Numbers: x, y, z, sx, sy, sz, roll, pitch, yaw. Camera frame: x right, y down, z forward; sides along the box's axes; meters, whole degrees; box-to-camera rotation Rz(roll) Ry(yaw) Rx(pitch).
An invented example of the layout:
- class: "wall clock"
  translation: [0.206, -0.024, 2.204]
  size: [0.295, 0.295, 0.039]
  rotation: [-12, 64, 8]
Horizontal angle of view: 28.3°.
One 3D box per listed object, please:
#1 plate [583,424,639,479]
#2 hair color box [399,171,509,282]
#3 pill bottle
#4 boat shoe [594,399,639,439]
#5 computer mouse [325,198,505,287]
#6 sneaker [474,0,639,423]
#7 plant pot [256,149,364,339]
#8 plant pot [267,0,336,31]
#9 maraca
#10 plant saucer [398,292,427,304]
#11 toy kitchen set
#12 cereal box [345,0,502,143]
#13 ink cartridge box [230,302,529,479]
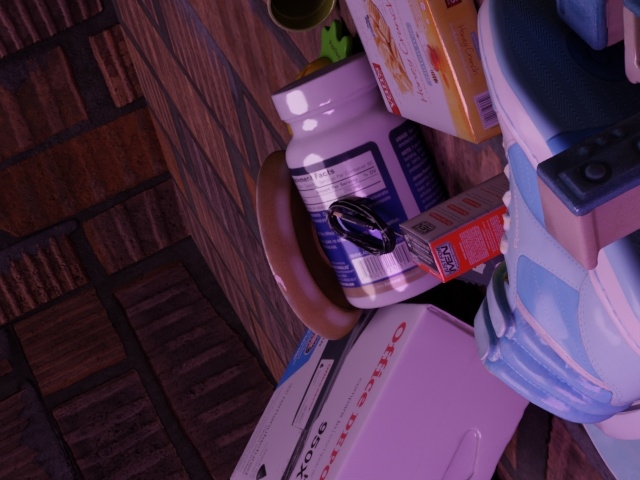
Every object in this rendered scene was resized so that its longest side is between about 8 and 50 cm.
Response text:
- class: "plate"
  translation: [0.295, 0.178, 1.213]
  size: [0.188, 0.024, 0.188]
  rotation: [61, 169, 20]
- class: "hair color box"
  translation: [0.149, -0.019, 1.129]
  size: [0.043, 0.141, 0.072]
  rotation: [68, 169, -21]
- class: "pill bottle"
  translation: [0.052, -0.070, 1.440]
  size: [0.265, 0.153, 0.153]
  rotation: [67, 169, -11]
- class: "boat shoe"
  translation: [0.229, 0.071, 1.047]
  size: [0.105, 0.113, 0.306]
  rotation: [51, -179, -12]
- class: "computer mouse"
  translation: [0.107, 0.003, 1.316]
  size: [0.242, 0.041, 0.071]
  rotation: [12, 121, 29]
- class: "sneaker"
  translation: [0.158, -0.015, 0.918]
  size: [0.208, 0.127, 0.319]
  rotation: [-54, 47, 50]
- class: "plant pot"
  translation: [0.000, 0.000, 1.506]
  size: [0.236, 0.032, 0.236]
  rotation: [45, -145, -43]
- class: "plant pot"
  translation: [-0.031, -0.305, 1.512]
  size: [0.079, 0.083, 0.083]
  rotation: [-111, 4, -47]
- class: "maraca"
  translation: [0.011, -0.176, 1.551]
  size: [0.127, 0.099, 0.186]
  rotation: [-122, 35, -46]
- class: "plant saucer"
  translation: [0.085, 0.038, 1.682]
  size: [0.198, 0.036, 0.199]
  rotation: [157, 90, -81]
- class: "toy kitchen set"
  translation: [0.165, -0.115, 0.771]
  size: [0.207, 0.166, 0.122]
  rotation: [54, 166, 40]
- class: "cereal box"
  translation: [0.094, -0.194, 1.232]
  size: [0.173, 0.047, 0.240]
  rotation: [68, 168, -18]
- class: "ink cartridge box"
  translation: [0.062, 0.232, 1.562]
  size: [0.166, 0.285, 0.395]
  rotation: [30, 169, -14]
